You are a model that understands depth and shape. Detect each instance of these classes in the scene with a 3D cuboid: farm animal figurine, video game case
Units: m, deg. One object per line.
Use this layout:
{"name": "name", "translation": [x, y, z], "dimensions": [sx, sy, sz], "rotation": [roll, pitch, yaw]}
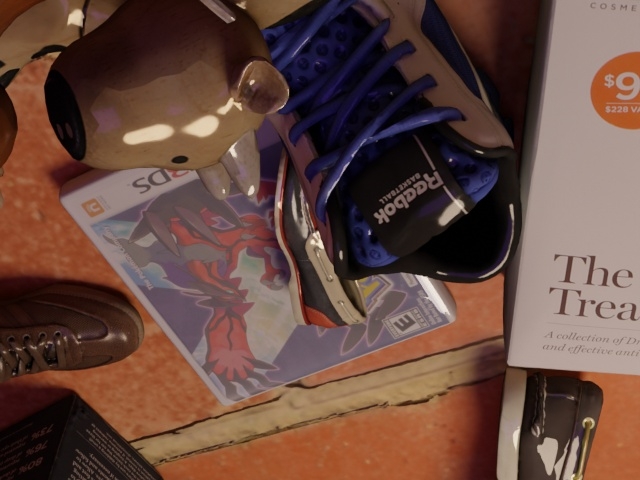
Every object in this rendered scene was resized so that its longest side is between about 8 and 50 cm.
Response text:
{"name": "farm animal figurine", "translation": [-0.054, -0.112, 0.510], "dimensions": [0.327, 0.330, 0.172], "rotation": [-33, 109, -7]}
{"name": "video game case", "translation": [-0.038, 0.008, 0.870], "dimensions": [0.183, 0.023, 0.201], "rotation": [-22, 122, 21]}

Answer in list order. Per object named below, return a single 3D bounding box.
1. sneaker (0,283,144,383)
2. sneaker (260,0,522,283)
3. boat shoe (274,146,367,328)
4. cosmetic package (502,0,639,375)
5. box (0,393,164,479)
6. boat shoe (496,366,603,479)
{"name": "sneaker", "translation": [-0.214, 0.074, 0.906], "dimensions": [0.188, 0.071, 0.066], "rotation": [0, 127, 6]}
{"name": "sneaker", "translation": [0.017, -0.089, 0.680], "dimensions": [0.127, 0.182, 0.315], "rotation": [-37, 118, 12]}
{"name": "boat shoe", "translation": [0.000, 0.000, 0.814], "dimensions": [0.043, 0.049, 0.137], "rotation": [3, 131, 15]}
{"name": "cosmetic package", "translation": [0.302, -0.048, 0.749], "dimensions": [0.377, 0.097, 0.284], "rotation": [3, 125, 4]}
{"name": "box", "translation": [-0.213, 0.234, 0.940], "dimensions": [0.153, 0.207, 0.108], "rotation": [-28, 120, 23]}
{"name": "boat shoe", "translation": [0.156, 0.190, 0.950], "dimensions": [0.068, 0.081, 0.228], "rotation": [3, 125, 8]}
